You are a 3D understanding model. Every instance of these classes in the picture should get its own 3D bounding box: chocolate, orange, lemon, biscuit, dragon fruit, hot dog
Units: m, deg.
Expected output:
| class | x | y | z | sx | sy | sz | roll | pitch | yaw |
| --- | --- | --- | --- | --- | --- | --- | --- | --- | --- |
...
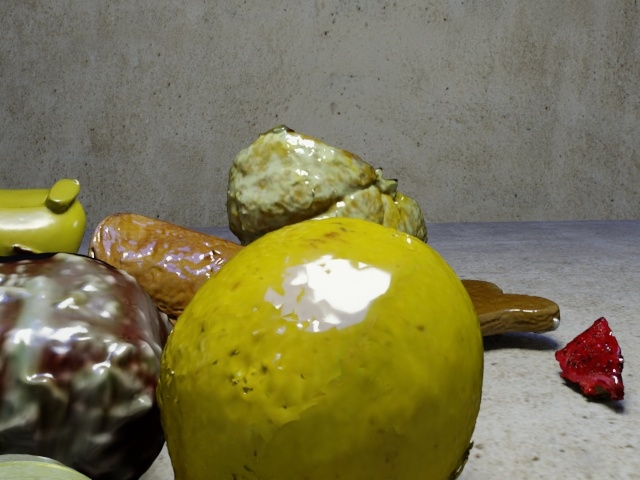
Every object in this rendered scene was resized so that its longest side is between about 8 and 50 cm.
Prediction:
| class | x | y | z | sx | sy | sz | roll | pitch | yaw |
| --- | --- | --- | --- | --- | --- | --- | --- | --- | --- |
| chocolate | -0.284 | 0.144 | 0.514 | 0.340 | 0.225 | 0.210 | -5 | 17 | -20 |
| orange | 0.000 | 0.000 | 0.929 | 0.271 | 0.210 | 0.369 | -10 | -30 | 42 |
| lemon | 0.009 | 0.108 | 0.487 | 0.258 | 0.257 | 0.310 | 5 | 41 | 39 |
| biscuit | 0.147 | 0.140 | 0.955 | 0.432 | 0.064 | 0.283 | -8 | 10 | -19 |
| dragon fruit | 0.348 | 0.168 | 0.746 | 0.063 | 0.097 | 0.131 | -3 | 27 | 12 |
| hot dog | -0.180 | 0.048 | 0.770 | 0.272 | 0.122 | 0.196 | 13 | 19 | 10 |

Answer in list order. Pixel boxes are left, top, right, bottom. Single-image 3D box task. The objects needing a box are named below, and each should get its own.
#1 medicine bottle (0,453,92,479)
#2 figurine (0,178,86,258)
| class | x | y | z | sx | sy | sz | roll | pitch | yaw |
| --- | --- | --- | --- | --- | --- | --- | --- | --- | --- |
| medicine bottle | -0.120 | 0.193 | 0.218 | 0.151 | 0.151 | 0.322 | -7 | 1 | -31 |
| figurine | -0.372 | 0.073 | 0.695 | 0.218 | 0.326 | 0.169 | 6 | 40 | -28 |
